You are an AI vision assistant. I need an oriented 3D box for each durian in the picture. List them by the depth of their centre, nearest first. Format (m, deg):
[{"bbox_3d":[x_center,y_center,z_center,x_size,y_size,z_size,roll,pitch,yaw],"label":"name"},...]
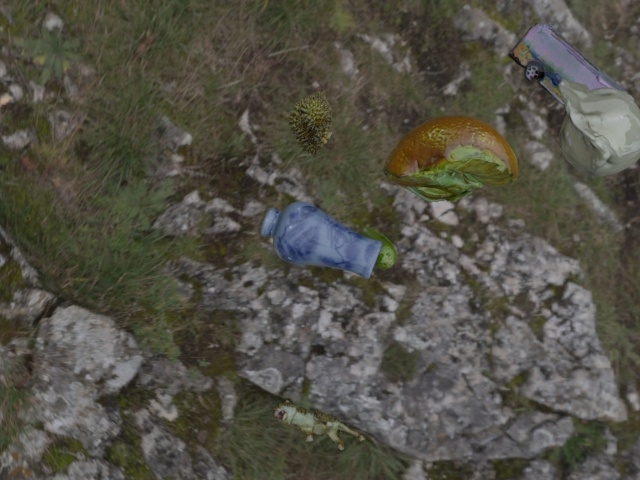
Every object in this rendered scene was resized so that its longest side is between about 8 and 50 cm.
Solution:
[{"bbox_3d":[-0.023,-0.275,1.937,0.102,0.208,0.146,1,121,-17],"label":"durian"}]

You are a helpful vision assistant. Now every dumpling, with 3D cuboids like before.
[{"bbox_3d":[0.479,-0.205,1.388,0.193,0.147,0.258,57,29,-1],"label":"dumpling"}]

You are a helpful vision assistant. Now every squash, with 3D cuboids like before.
[{"bbox_3d":[0.128,0.012,1.858,0.066,0.201,0.066,-4,110,-12],"label":"squash"}]

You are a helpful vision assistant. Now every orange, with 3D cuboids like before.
[{"bbox_3d":[0.327,-0.200,1.998,0.262,0.335,0.196,30,53,-36],"label":"orange"}]

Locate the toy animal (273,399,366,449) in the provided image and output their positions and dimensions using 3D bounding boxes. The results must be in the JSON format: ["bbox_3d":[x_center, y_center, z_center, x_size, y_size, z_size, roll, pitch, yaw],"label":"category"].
[{"bbox_3d":[0.004,0.400,1.725,0.241,0.099,0.056,23,96,-39],"label":"toy animal"}]

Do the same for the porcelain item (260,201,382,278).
[{"bbox_3d":[0.000,0.000,1.724,0.259,0.141,0.141,20,75,2],"label":"porcelain item"}]

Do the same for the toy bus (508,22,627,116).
[{"bbox_3d":[0.645,-0.424,2.065,0.317,0.138,0.112,46,37,14],"label":"toy bus"}]
